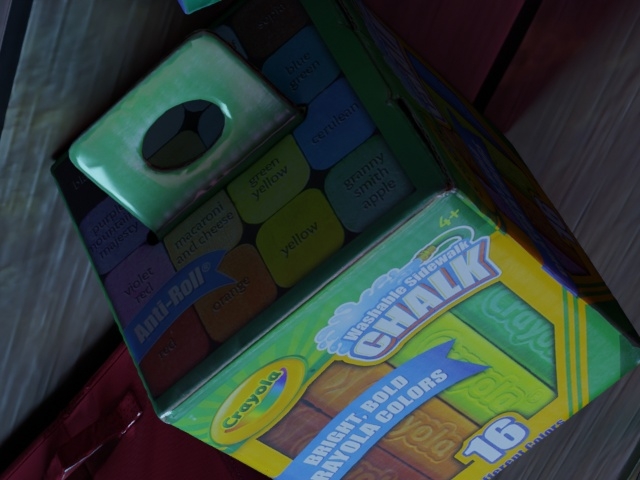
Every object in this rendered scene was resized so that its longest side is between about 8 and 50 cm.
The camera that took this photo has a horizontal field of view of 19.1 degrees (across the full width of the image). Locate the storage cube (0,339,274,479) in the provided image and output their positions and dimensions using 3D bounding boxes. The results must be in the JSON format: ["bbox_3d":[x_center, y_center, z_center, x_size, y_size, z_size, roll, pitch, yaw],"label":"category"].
[{"bbox_3d":[-0.049,0.182,1.106,0.215,0.193,0.183,17,123,-48],"label":"storage cube"}]

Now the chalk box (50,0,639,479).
[{"bbox_3d":[0.000,0.000,0.949,0.180,0.179,0.289,-39,141,14],"label":"chalk box"}]

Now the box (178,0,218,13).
[{"bbox_3d":[-0.073,-0.187,0.750,0.043,0.105,0.179,-23,142,-8],"label":"box"}]

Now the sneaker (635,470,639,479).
[{"bbox_3d":[0.361,0.117,1.356,0.321,0.126,0.127,-26,148,-20],"label":"sneaker"}]
